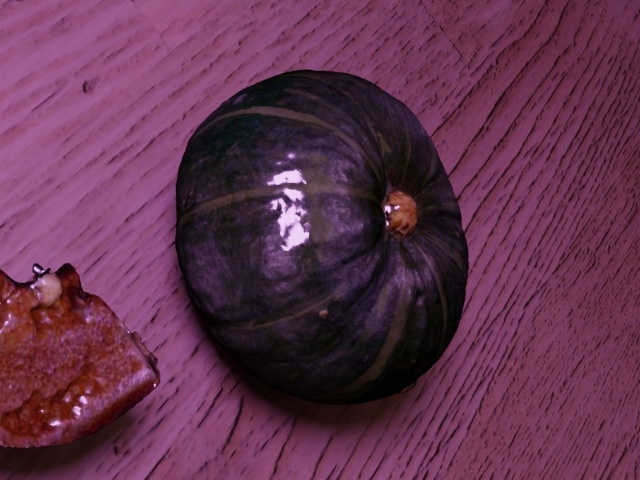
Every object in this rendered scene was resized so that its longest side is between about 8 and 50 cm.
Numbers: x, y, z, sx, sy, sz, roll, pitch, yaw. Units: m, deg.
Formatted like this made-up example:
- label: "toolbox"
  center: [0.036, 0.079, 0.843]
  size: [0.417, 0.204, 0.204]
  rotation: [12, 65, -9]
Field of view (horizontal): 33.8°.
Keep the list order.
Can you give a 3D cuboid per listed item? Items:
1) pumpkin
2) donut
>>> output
- label: "pumpkin"
  center: [0.000, 0.000, 0.936]
  size: [0.300, 0.207, 0.300]
  rotation: [31, 50, -45]
- label: "donut"
  center: [-0.232, 0.093, 0.750]
  size: [0.187, 0.126, 0.144]
  rotation: [-34, 103, -39]
